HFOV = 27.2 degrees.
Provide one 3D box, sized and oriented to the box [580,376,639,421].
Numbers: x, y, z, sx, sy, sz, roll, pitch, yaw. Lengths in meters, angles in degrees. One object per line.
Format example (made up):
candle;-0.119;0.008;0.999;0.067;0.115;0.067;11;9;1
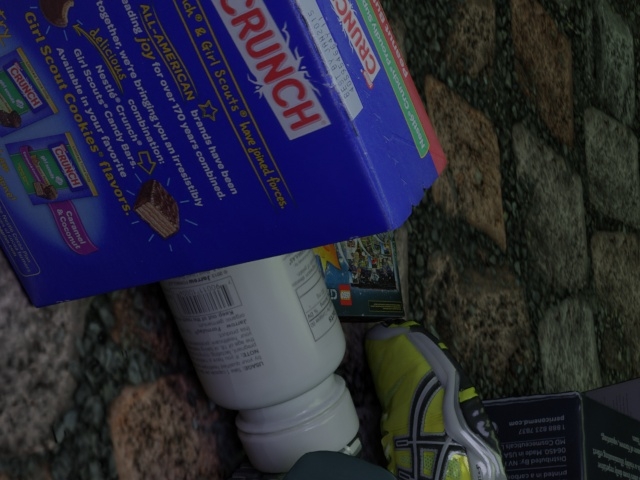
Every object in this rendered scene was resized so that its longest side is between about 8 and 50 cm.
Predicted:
box;0.407;0.285;1.630;0.058;0.322;0.232;6;74;-24

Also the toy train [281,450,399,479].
toy train;0.015;0.327;1.055;0.190;0.142;0.334;-47;135;-34

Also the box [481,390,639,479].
box;0.252;0.390;1.429;0.293;0.212;0.395;28;57;-52

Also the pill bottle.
pill bottle;-0.051;0.073;1.123;0.131;0.131;0.229;-42;116;-54

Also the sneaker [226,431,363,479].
sneaker;-0.034;0.260;1.152;0.228;0.086;0.132;-26;108;-47

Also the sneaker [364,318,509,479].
sneaker;0.111;0.244;1.279;0.145;0.147;0.385;71;-4;-57

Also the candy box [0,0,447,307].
candy box;-0.113;-0.112;0.907;0.122;0.317;0.268;-51;124;-51

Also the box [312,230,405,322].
box;0.000;0.000;1.310;0.233;0.044;0.159;7;74;-57
